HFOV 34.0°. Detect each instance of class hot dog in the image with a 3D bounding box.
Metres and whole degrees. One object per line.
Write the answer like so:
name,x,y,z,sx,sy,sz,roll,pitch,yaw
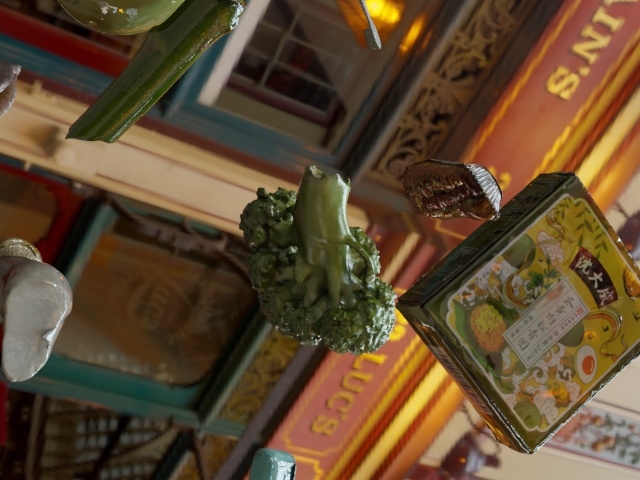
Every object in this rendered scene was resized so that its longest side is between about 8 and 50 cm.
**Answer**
hot dog,0.198,-0.075,1.597,0.059,0.108,0.191,-39,-159,-26

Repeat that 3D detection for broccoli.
broccoli,0.000,0.007,1.530,0.254,0.186,0.302,17,-64,48

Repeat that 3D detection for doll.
doll,-0.041,0.317,1.094,0.159,0.059,0.158,39,-79,38

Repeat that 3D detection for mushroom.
mushroom,-0.472,0.092,1.639,0.159,0.122,0.329,-50,-153,-4

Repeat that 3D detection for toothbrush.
toothbrush,0.040,-0.337,1.350,0.017,0.194,0.014,-10,-159,31

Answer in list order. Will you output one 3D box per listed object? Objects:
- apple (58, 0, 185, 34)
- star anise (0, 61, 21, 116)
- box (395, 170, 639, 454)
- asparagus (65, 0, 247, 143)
apple,-0.247,-0.399,1.326,0.279,0.279,0.279,-39,-138,46
star anise,-0.400,-0.109,1.113,0.197,0.073,0.212,-51,-170,9
box,0.413,0.136,2.013,0.420,0.373,0.138,-39,-168,-12
asparagus,-0.201,-0.209,1.277,0.277,0.067,0.060,-45,-125,14
